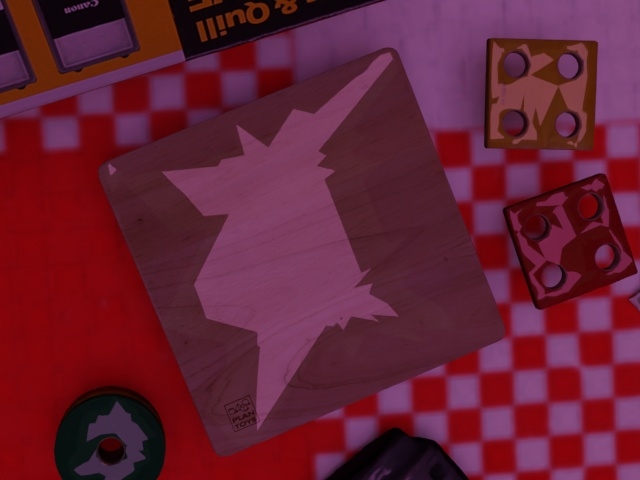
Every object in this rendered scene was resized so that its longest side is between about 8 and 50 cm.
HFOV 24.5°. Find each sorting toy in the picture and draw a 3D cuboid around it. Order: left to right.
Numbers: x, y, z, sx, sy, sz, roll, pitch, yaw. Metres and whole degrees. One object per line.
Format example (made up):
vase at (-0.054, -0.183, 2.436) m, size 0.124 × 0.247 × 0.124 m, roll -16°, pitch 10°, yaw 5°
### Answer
sorting toy at (0.000, 0.000, 0.628) m, size 0.274 × 0.046 × 0.132 m, roll -23°, pitch 97°, yaw -4°

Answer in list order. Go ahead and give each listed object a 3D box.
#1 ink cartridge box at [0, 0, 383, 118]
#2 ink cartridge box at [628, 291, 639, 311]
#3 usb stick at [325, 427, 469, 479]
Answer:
ink cartridge box at (-0.128, -0.126, 0.498) m, size 0.309 × 0.130 × 0.272 m, roll -18°, pitch 132°, yaw -4°
ink cartridge box at (0.274, 0.026, 0.615) m, size 0.171 × 0.235 × 0.056 m, roll 47°, pitch 47°, yaw -8°
usb stick at (0.100, 0.205, 0.659) m, size 0.077 × 0.045 × 0.278 m, roll -40°, pitch 98°, yaw -2°
